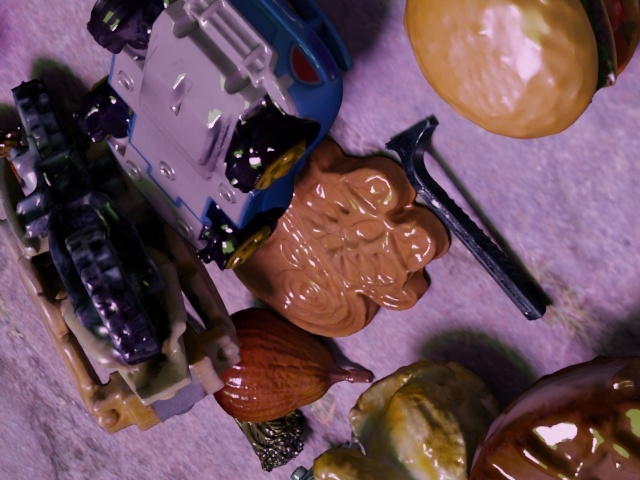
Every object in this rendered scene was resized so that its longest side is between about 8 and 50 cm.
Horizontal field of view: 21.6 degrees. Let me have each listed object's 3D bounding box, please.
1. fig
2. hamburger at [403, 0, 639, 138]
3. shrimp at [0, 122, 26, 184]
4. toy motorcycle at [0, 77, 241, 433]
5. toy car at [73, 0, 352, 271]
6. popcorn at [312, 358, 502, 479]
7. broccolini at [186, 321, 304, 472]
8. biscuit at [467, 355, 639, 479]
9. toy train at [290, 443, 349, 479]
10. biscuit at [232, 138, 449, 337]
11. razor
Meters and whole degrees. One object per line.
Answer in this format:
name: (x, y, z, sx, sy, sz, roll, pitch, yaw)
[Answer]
fig: (-0.039, 0.112, 1.633, 0.153, 0.119, 0.119, -23, 113, 13)
hamburger: (0.134, -0.149, 1.134, 0.162, 0.115, 0.162, 29, 140, 27)
shrimp: (-0.342, -0.088, 1.789, 0.101, 0.042, 0.190, 51, 156, -10)
toy motorcycle: (-0.205, 0.013, 1.573, 0.237, 0.169, 0.410, 64, 177, -35)
toy car: (-0.077, -0.112, 1.363, 0.198, 0.166, 0.314, 48, 156, 11)
popcorn: (0.084, 0.197, 1.472, 0.198, 0.212, 0.198, 31, 131, 43)
broccolini: (-0.094, 0.144, 1.761, 0.216, 0.067, 0.058, 53, 144, 7)
biscuit: (0.269, 0.232, 1.312, 0.332, 0.103, 0.332, 9, 128, 12)
toy train: (0.029, 0.265, 1.715, 0.122, 0.081, 0.050, 45, 155, 5)
biscuit: (-0.001, 0.001, 1.512, 0.289, 0.044, 0.202, -9, 118, 54)
razor: (0.120, -0.009, 1.372, 0.190, 0.033, 0.066, 52, 147, -9)
